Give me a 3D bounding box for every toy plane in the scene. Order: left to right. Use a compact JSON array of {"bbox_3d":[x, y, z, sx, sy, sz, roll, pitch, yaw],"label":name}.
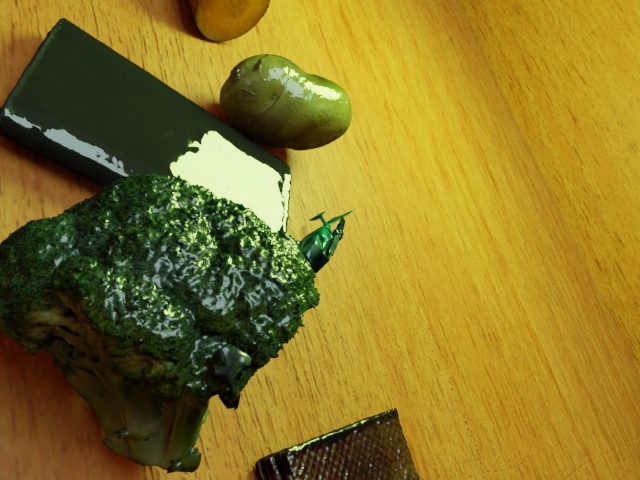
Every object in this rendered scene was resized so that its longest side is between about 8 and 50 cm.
[{"bbox_3d":[0.000,0.000,0.922,0.060,0.096,0.235,52,18,-10],"label":"toy plane"}]

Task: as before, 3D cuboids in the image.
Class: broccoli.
[{"bbox_3d":[-0.157,0.075,0.562,0.304,0.321,0.283,-20,117,-64],"label":"broccoli"}]

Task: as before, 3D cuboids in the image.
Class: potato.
[{"bbox_3d":[-0.057,-0.233,0.968,0.248,0.169,0.143,5,89,-36],"label":"potato"}]

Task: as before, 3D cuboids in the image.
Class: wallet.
[{"bbox_3d":[-0.215,-0.125,0.795,0.406,0.062,0.228,30,44,-30],"label":"wallet"}]

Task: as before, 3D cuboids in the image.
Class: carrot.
[{"bbox_3d":[-0.206,-0.506,1.034,0.159,0.159,0.225,-8,59,-51],"label":"carrot"}]

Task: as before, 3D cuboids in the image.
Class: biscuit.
[{"bbox_3d":[0.033,0.305,0.745,0.252,0.070,0.106,2,63,-49],"label":"biscuit"}]
